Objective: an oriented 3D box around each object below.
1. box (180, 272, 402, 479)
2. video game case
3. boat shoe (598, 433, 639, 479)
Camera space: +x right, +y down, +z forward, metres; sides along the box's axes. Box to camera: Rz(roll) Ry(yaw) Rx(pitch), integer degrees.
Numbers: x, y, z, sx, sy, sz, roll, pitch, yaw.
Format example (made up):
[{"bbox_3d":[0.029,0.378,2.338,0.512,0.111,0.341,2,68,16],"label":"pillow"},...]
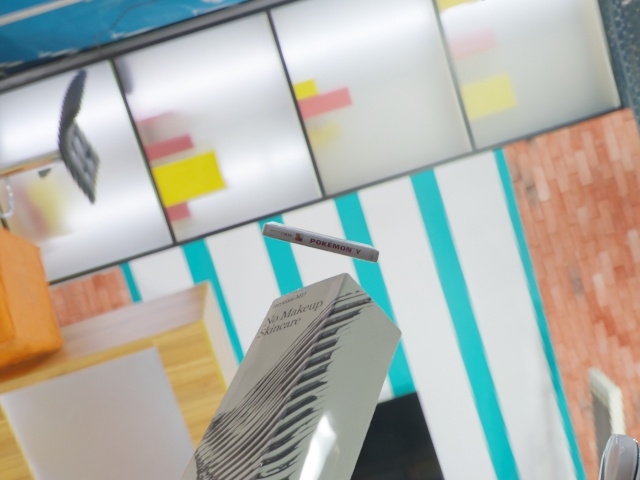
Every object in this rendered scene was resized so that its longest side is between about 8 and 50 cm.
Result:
[{"bbox_3d":[-0.028,0.163,0.721,0.094,0.113,0.275,48,41,-22],"label":"box"},{"bbox_3d":[0.000,0.000,1.359,0.201,0.183,0.023,-99,-157,-87],"label":"video game case"},{"bbox_3d":[0.400,0.349,1.062,0.095,0.084,0.258,-70,159,-51],"label":"boat shoe"}]
